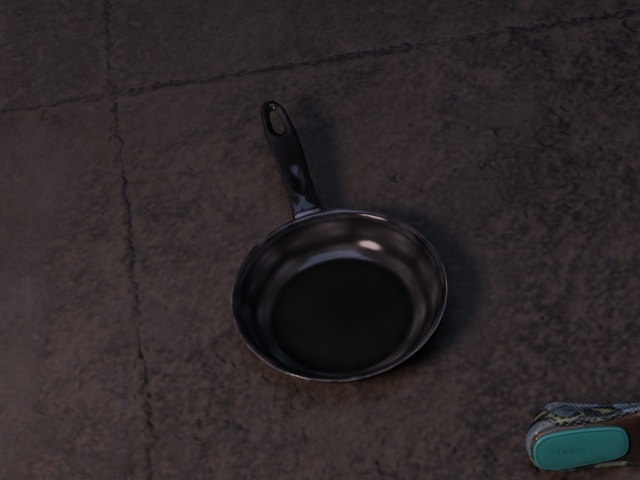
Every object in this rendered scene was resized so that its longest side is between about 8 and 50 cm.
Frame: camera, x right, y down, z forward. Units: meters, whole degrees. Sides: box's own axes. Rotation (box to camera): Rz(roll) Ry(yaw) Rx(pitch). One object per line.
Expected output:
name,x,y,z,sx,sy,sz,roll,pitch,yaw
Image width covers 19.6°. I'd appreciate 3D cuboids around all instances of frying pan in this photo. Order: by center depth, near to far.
frying pan,-0.022,0.017,1.728,0.197,0.053,0.326,-34,54,-19

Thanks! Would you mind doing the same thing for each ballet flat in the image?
ballet flat,0.268,0.159,1.583,0.188,0.070,0.070,0,52,1
